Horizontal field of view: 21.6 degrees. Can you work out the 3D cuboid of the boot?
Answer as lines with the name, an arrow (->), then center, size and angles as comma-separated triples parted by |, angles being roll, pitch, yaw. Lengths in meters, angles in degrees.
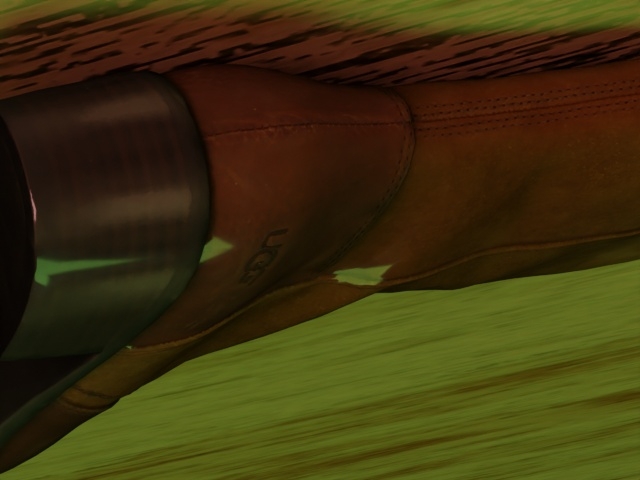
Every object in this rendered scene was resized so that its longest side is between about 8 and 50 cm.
boot -> 0.000, 0.000, 0.593 | 0.280, 0.096, 0.264 | -9, 157, -27
